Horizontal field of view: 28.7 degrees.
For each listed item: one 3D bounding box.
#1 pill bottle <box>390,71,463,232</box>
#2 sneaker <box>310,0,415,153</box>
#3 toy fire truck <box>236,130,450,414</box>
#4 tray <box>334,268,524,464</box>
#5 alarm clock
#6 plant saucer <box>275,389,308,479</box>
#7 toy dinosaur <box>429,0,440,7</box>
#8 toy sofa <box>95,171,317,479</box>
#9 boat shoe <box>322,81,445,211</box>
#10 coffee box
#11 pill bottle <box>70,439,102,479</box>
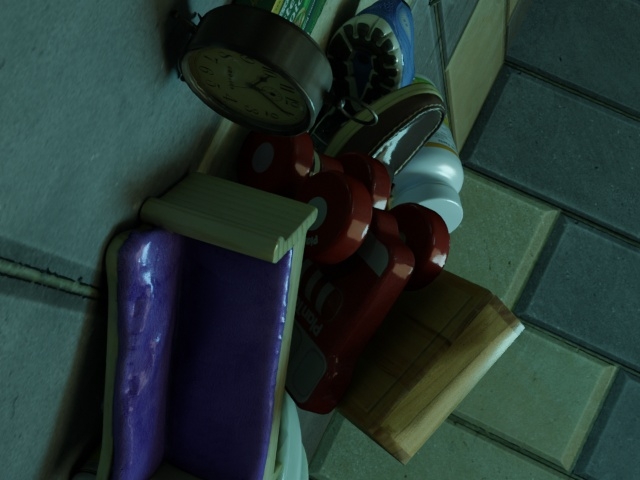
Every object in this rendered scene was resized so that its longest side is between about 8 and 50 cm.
[{"bbox_3d":[0.135,-0.123,1.870,0.136,0.136,0.245,103,-20,-51],"label":"pill bottle"},{"bbox_3d":[0.075,-0.194,1.733,0.147,0.130,0.330,-53,165,-41],"label":"sneaker"},{"bbox_3d":[-0.018,0.020,1.445,0.169,0.302,0.254,20,109,-42],"label":"toy fire truck"},{"bbox_3d":[0.059,0.108,1.528,0.203,0.076,0.411,-47,-157,-7],"label":"tray"},{"bbox_3d":[-0.037,-0.143,1.096,0.064,0.192,0.129,-62,170,-23],"label":"alarm clock"},{"bbox_3d":[-0.108,0.337,1.611,0.400,0.101,0.400,-48,-148,43],"label":"plant saucer"},{"bbox_3d":[0.238,-0.490,2.054,0.118,0.064,0.268,-59,174,-66],"label":"toy dinosaur"},{"bbox_3d":[-0.120,0.129,1.294,0.177,0.150,0.362,-46,149,-57],"label":"toy sofa"},{"bbox_3d":[0.045,-0.053,1.607,0.342,0.123,0.123,-42,151,7],"label":"boat shoe"},{"bbox_3d":[-0.043,-0.231,1.279,0.113,0.040,0.184,-65,170,1],"label":"coffee box"},{"bbox_3d":[-0.230,0.255,1.432,0.116,0.065,0.065,-53,165,-45],"label":"pill bottle"}]
